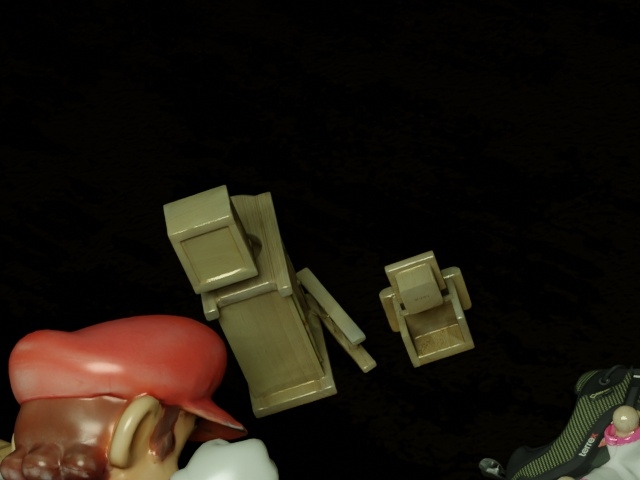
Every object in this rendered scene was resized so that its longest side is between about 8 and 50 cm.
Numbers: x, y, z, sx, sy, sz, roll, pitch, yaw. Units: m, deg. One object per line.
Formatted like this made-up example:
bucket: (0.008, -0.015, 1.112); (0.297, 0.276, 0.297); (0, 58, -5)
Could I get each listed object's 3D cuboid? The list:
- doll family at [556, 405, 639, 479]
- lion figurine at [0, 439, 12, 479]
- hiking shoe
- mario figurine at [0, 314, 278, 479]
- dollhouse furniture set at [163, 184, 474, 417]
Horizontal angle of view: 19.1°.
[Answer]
doll family: (0.154, 0.211, 0.965); (0.118, 0.263, 0.163); (-11, 12, 44)
lion figurine: (-0.324, 0.215, 1.198); (0.392, 0.142, 0.240); (-28, 34, -27)
hiking shoe: (0.205, 0.101, 1.122); (0.227, 0.086, 0.114); (-29, 48, -7)
mario figurine: (-0.124, 0.189, 1.050); (0.198, 0.170, 0.320); (16, 63, 19)
dollhouse furniture set: (0.000, 0.000, 1.228); (0.161, 0.182, 0.101); (-18, 44, 4)
